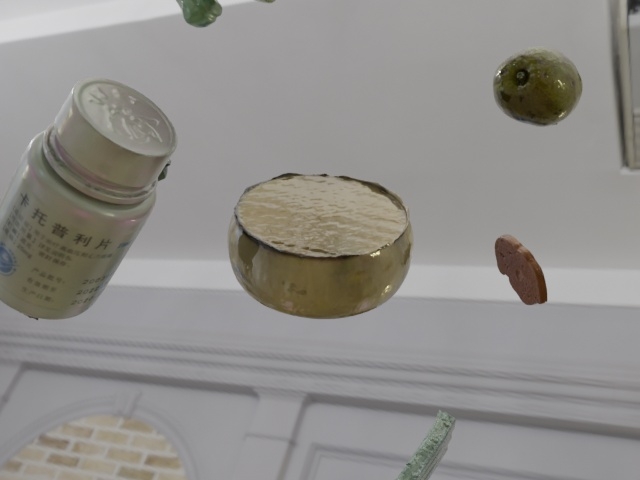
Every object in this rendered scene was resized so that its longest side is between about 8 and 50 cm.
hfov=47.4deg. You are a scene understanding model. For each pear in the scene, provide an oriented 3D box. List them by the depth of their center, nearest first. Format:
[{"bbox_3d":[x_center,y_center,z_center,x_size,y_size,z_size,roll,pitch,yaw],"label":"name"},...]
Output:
[{"bbox_3d":[0.283,-0.199,0.951,0.107,0.107,0.131,-13,-4,38],"label":"pear"}]

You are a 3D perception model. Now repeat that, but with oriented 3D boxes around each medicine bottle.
[{"bbox_3d":[-0.304,-0.048,0.921,0.170,0.170,0.293,31,-61,-16],"label":"medicine bottle"}]

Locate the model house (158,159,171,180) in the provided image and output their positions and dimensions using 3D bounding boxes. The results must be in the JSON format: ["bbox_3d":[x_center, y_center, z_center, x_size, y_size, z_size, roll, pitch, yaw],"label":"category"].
[{"bbox_3d":[-0.281,-0.129,1.198,0.078,0.066,0.083,-11,-58,0],"label":"model house"}]

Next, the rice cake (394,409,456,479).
[{"bbox_3d":[0.167,0.392,1.248,0.038,0.211,0.124,26,-45,22],"label":"rice cake"}]

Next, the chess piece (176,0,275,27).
[{"bbox_3d":[-0.114,-0.402,1.018,0.298,0.176,0.176,-6,-42,26],"label":"chess piece"}]

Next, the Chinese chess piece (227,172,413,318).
[{"bbox_3d":[0.000,0.000,1.004,0.257,0.257,0.104,10,-58,14],"label":"Chinese chess piece"}]

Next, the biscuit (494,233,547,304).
[{"bbox_3d":[0.314,0.046,1.142,0.019,0.130,0.102,-21,-45,-10],"label":"biscuit"}]
